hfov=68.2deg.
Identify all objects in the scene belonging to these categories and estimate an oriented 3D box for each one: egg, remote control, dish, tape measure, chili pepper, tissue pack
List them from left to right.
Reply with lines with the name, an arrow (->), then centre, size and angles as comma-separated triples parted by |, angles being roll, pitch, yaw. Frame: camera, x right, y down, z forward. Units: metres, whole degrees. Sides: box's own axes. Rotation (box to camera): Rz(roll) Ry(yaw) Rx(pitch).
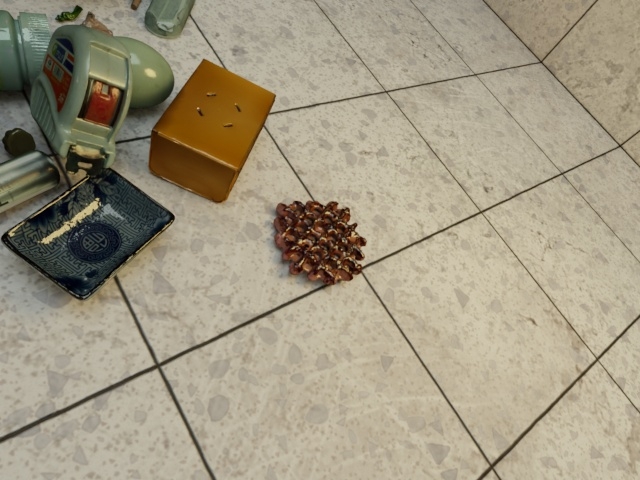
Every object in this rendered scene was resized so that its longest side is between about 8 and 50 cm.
chili pepper -> -0.631, -0.569, 1.189 | 0.027, 0.022, 0.083 | 56, 44, -27
tape measure -> -0.454, -0.281, 0.916 | 0.243, 0.246, 0.125 | 39, 17, 36
dish -> -0.420, -0.007, 0.880 | 0.182, 0.080, 0.243 | 36, 52, 1
egg -> -0.432, -0.380, 1.074 | 0.192, 0.149, 0.149 | 14, 54, -21
remote control -> -0.420, -0.662, 1.330 | 0.104, 0.052, 0.247 | 15, 57, -14
tissue pack -> -0.242, -0.249, 1.084 | 0.194, 0.145, 0.275 | 24, 53, -7

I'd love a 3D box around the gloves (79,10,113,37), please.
gloves -> -0.519, -0.464, 1.124 | 0.144, 0.110, 0.094 | 29, 36, -43

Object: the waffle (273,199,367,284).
waffle -> 0.000, 0.000, 1.092 | 0.221, 0.055, 0.234 | 0, 55, -23

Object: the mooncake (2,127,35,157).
mooncake -> -0.597, -0.337, 0.887 | 0.150, 0.057, 0.347 | 4, 92, -66

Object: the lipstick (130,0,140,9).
lipstick -> -0.508, -0.676, 1.316 | 0.019, 0.019, 0.094 | 16, 54, -15

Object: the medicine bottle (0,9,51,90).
medicine bottle -> -0.712, -0.379, 0.938 | 0.318, 0.158, 0.158 | -9, 63, -30

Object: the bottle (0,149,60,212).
bottle -> -0.603, -0.086, 0.841 | 0.253, 0.079, 0.096 | -42, 123, -38
